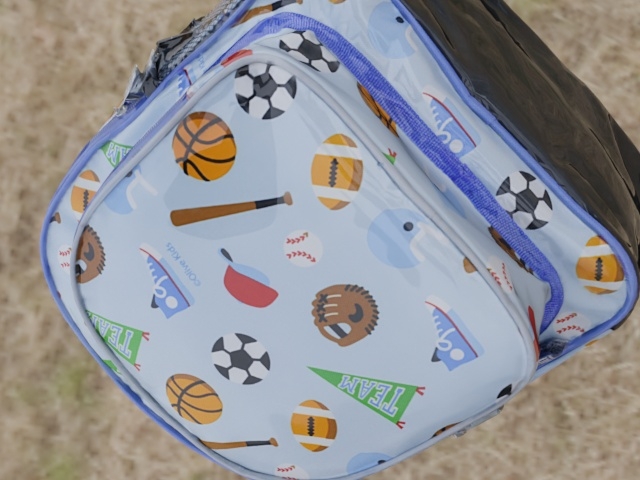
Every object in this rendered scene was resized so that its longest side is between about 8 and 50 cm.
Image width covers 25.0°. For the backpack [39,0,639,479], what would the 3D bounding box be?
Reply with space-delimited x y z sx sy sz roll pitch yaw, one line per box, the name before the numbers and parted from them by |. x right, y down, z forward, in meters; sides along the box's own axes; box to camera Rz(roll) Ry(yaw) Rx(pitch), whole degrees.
backpack | 0.000 0.000 0.709 0.276 0.213 0.263 50 128 -3
